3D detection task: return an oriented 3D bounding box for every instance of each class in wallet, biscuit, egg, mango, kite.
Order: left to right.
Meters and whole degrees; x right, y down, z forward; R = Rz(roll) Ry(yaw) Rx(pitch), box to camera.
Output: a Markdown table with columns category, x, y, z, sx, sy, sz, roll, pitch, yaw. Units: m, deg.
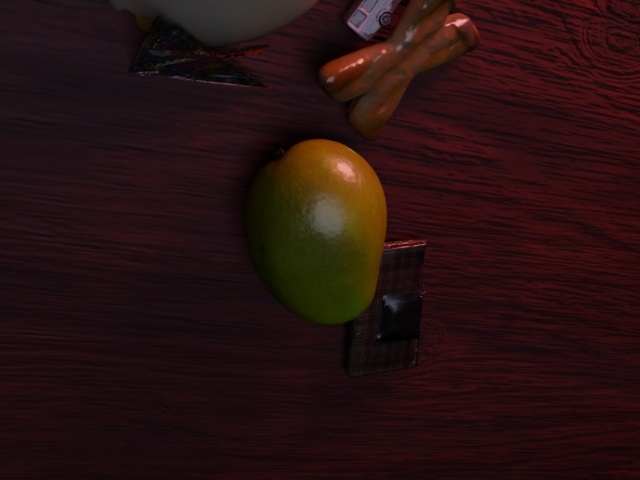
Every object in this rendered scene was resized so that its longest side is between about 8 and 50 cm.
| category | x | y | z | sx | sy | sz | roll | pitch | yaw |
| --- | --- | --- | --- | --- | --- | --- | --- | --- | --- |
| kite | -0.142 | -0.212 | 0.919 | 0.189 | 0.232 | 0.009 | -5 | 80 | 23 |
| egg | -0.102 | -0.332 | 0.825 | 0.286 | 0.174 | 0.264 | -12 | 116 | -8 |
| mango | -0.008 | -0.002 | 1.043 | 0.185 | 0.149 | 0.273 | -2 | 120 | -10 |
| wallet | 0.099 | 0.106 | 1.199 | 0.124 | 0.042 | 0.230 | -6 | 116 | -12 |
| biscuit | 0.102 | -0.233 | 0.993 | 0.208 | 0.047 | 0.164 | -40 | 146 | 6 |

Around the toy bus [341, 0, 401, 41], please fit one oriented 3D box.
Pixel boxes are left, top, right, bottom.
| category | x | y | z | sx | sy | sz | roll | pitch | yaw |
| --- | --- | --- | --- | --- | --- | --- | --- | --- | --- |
| toy bus | 0.082 | -0.313 | 0.974 | 0.052 | 0.037 | 0.130 | 32 | 105 | -24 |
